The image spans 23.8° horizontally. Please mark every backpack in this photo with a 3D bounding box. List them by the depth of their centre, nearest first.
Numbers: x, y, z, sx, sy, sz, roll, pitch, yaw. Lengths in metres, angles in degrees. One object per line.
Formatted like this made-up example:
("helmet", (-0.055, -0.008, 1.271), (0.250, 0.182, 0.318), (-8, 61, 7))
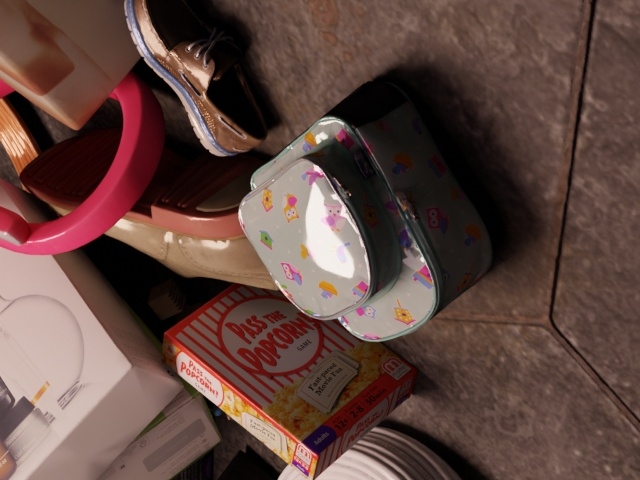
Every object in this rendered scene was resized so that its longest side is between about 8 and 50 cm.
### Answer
("backpack", (0.039, -0.010, 1.238), (0.188, 0.144, 0.166), (51, 141, -4))

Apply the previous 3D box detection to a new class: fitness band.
("fitness band", (-0.272, -0.093, 1.471), (0.291, 0.209, 0.054), (22, 161, 40))

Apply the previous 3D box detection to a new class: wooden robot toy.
("wooden robot toy", (-0.103, 0.106, 1.601), (0.079, 0.076, 0.173), (-28, 100, 20))

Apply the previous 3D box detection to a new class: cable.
("cable", (0.058, 0.310, 1.498), (0.257, 0.089, 0.257), (-21, 83, 47))

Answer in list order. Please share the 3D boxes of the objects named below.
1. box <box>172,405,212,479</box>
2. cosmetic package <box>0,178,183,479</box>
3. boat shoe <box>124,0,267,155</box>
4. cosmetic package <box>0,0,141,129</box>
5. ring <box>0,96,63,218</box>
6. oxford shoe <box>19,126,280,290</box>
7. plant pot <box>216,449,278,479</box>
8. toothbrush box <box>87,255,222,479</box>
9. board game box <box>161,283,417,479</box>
("box", (-0.266, 0.279, 1.746), (0.143, 0.270, 0.165), (33, 142, 25))
("cosmetic package", (-0.353, 0.169, 1.508), (0.284, 0.377, 0.097), (49, -171, 34))
("boat shoe", (-0.102, -0.159, 1.341), (0.066, 0.066, 0.183), (-5, 127, 46))
("cosmetic package", (-0.277, -0.230, 1.300), (0.153, 0.129, 0.296), (36, 173, 25))
("ring", (-0.406, -0.100, 1.779), (0.336, 0.032, 0.336), (30, 140, 29))
("oxford shoe", (-0.166, -0.021, 1.490), (0.348, 0.123, 0.130), (17, 140, 43))
("plant pot", (-0.071, 0.385, 1.711), (0.167, 0.187, 0.188), (23, 139, 16))
("toothbrush box", (-0.274, 0.157, 1.634), (0.283, 0.206, 0.122), (45, 163, 31))
("board game box", (-0.030, 0.118, 1.429), (0.193, 0.147, 0.045), (35, 139, 22))
